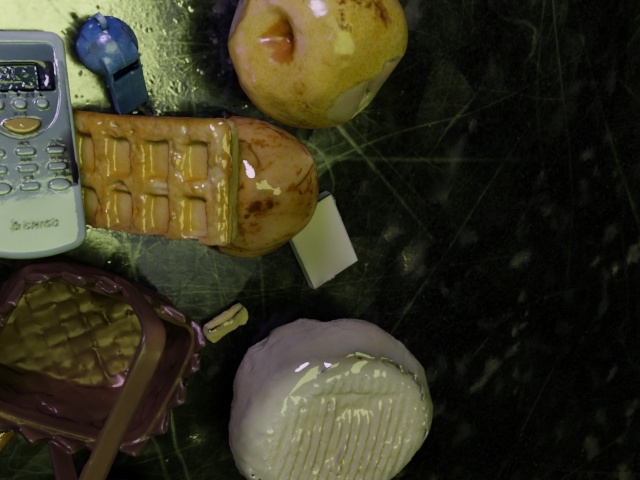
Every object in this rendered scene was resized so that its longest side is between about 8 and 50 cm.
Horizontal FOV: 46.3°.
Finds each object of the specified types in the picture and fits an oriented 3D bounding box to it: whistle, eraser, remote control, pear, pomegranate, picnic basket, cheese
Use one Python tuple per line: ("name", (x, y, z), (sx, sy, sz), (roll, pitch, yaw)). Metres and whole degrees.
("whistle", (-0.291, -0.255, 1.038), (0.090, 0.090, 0.158), (-32, 159, -19))
("eraser", (0.000, 0.000, 1.323), (0.104, 0.023, 0.150), (-33, 120, -18))
("remote control", (-0.393, -0.123, 0.980), (0.140, 0.056, 0.296), (-7, 93, -25))
("pear", (0.003, -0.290, 1.094), (0.271, 0.271, 0.271), (-10, 111, -28))
("pomegranate", (-0.105, -0.086, 1.134), (0.215, 0.215, 0.215), (-10, 111, -28))
("picnic basket", (-0.313, 0.170, 1.016), (0.291, 0.321, 0.254), (24, 96, -32))
("cheese", (-0.159, 0.142, 1.270), (0.083, 0.030, 0.044), (-32, 141, -24))

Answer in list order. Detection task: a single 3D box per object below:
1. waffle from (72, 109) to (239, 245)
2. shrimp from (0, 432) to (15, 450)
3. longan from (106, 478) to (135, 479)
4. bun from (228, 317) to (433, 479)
("waffle", (-0.236, -0.091, 1.032), (0.057, 0.274, 0.168), (-33, 128, -66))
("shrimp", (-0.506, 0.267, 1.101), (0.178, 0.034, 0.124), (-45, 116, -8))
("longan", (-0.336, 0.481, 1.183), (0.198, 0.198, 0.212), (22, 92, -35))
("bun", (0.012, 0.286, 1.319), (0.360, 0.211, 0.359), (-6, 110, -18))
